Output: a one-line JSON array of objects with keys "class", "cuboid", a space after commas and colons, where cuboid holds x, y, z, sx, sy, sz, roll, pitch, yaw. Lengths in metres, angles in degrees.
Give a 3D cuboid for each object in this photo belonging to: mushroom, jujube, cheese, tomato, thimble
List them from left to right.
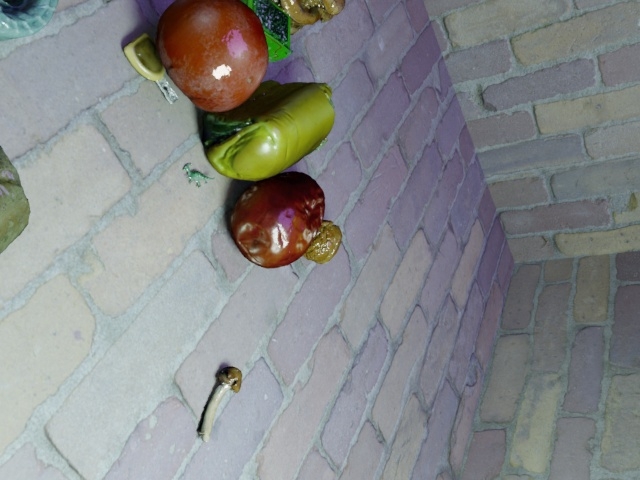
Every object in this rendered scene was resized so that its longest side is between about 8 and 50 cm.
[{"class": "thimble", "cuboid": [-0.561, -0.443, 1.058, 0.198, 0.143, 0.235, 43, 52, -56]}, {"class": "cheese", "cuboid": [-0.381, -0.386, 1.440, 0.163, 0.036, 0.086, 60, 40, -29]}, {"class": "tomato", "cuboid": [-0.239, -0.434, 1.433, 0.264, 0.264, 0.265, 17, 69, -54]}, {"class": "mushroom", "cuboid": [-0.238, 0.384, 1.478, 0.187, 0.060, 0.061, -65, 150, -28]}, {"class": "jujube", "cuboid": [-0.104, -0.065, 1.644, 0.318, 0.223, 0.223, -50, 124, -53]}]

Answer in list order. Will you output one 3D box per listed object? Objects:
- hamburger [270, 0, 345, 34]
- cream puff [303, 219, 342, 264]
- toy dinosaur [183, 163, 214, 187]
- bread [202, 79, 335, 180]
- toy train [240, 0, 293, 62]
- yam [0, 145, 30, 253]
[{"class": "hamburger", "cuboid": [-0.067, -0.743, 1.835, 0.245, 0.211, 0.260, 65, 31, -12]}, {"class": "cream puff", "cuboid": [-0.004, -0.001, 1.848, 0.103, 0.126, 0.144, 37, 43, -27]}, {"class": "toy dinosaur", "cuboid": [-0.299, -0.162, 1.530, 0.062, 0.021, 0.083, 61, 38, -8]}, {"class": "bread", "cuboid": [-0.131, -0.281, 1.621, 0.376, 0.251, 0.209, -43, 135, -54]}, {"class": "toy train", "cuboid": [-0.187, -0.548, 1.632, 0.243, 0.188, 0.133, 20, 68, -55]}, {"class": "yam", "cuboid": [-0.573, -0.011, 0.953, 0.168, 0.167, 0.304, 59, 41, -31]}]
